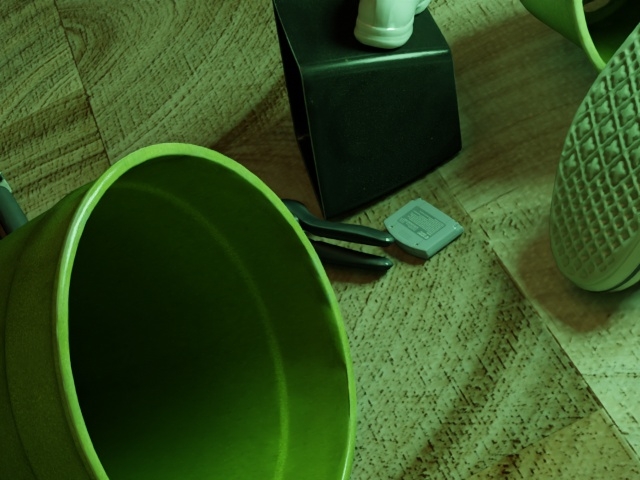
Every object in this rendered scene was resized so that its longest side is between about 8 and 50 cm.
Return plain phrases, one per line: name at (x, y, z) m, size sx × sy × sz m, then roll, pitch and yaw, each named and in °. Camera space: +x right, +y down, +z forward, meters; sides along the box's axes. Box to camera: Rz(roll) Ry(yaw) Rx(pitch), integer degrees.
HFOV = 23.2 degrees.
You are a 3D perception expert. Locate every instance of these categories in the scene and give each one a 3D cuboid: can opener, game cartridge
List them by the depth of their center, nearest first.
game cartridge at (0.102, -0.011, 1.594) m, size 0.056 × 0.017 × 0.083 m, roll -33°, pitch 35°, yaw -14°
can opener at (0.000, 0.000, 1.616) m, size 0.186 × 0.059 × 0.073 m, roll 17°, pitch 27°, yaw 33°
can opener at (-0.415, -0.049, 1.908) m, size 0.076 × 0.095 × 0.283 m, roll -33°, pitch 35°, yaw -8°

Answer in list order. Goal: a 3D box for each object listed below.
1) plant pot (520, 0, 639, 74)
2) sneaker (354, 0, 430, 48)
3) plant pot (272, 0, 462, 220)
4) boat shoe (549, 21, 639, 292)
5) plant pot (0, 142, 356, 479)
plant pot at (0.327, -0.291, 1.624) m, size 0.276 × 0.276 × 0.254 m, roll -33°, pitch 23°, yaw -8°
sneaker at (0.081, -0.285, 1.641) m, size 0.080 × 0.094 × 0.212 m, roll 7°, pitch 32°, yaw 2°
plant pot at (0.054, -0.163, 1.685) m, size 0.167 × 0.188 × 0.187 m, roll -14°, pitch 35°, yaw -4°
boat shoe at (0.377, -0.165, 1.432) m, size 0.187 × 0.156 × 0.500 m, roll 21°, pitch 82°, yaw 58°
plant pot at (-0.218, 0.139, 1.362) m, size 0.353 × 0.366 × 0.366 m, roll -17°, pitch 35°, yaw 33°
